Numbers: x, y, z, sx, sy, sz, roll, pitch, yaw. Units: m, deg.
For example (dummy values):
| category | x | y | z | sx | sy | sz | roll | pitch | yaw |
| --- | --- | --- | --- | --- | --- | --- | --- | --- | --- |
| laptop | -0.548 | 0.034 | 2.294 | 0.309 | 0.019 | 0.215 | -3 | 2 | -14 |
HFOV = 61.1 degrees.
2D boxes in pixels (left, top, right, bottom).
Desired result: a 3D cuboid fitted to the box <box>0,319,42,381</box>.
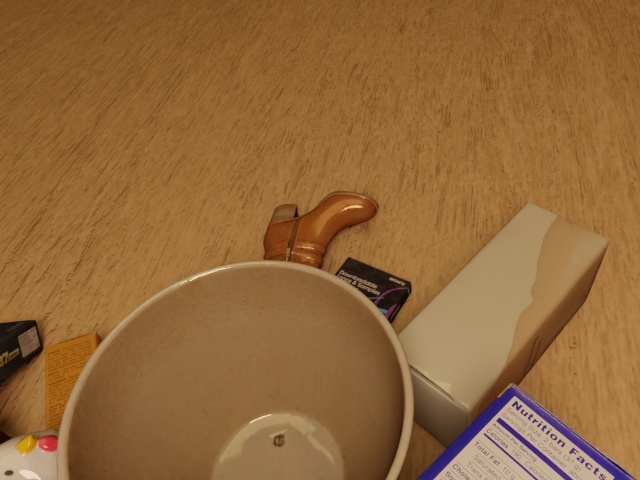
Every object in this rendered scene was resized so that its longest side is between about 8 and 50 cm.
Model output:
| category | x | y | z | sx | sy | sz | roll | pitch | yaw |
| --- | --- | --- | --- | --- | --- | --- | --- | --- | --- |
| box | -0.537 | 0.181 | 0.751 | 0.184 | 0.059 | 0.232 | -6 | 11 | 6 |

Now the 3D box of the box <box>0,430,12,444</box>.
| category | x | y | z | sx | sy | sz | roll | pitch | yaw |
| --- | --- | --- | --- | --- | --- | --- | --- | --- | --- |
| box | -0.517 | 0.386 | 0.588 | 0.381 | 0.143 | 0.191 | -31 | 51 | -16 |

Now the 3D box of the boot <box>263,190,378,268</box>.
| category | x | y | z | sx | sy | sz | roll | pitch | yaw |
| --- | --- | --- | --- | --- | --- | --- | --- | --- | --- |
| boot | 0.000 | 0.000 | 0.897 | 0.197 | 0.073 | 0.152 | -10 | 45 | 17 |

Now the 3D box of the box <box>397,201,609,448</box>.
| category | x | y | z | sx | sy | sz | roll | pitch | yaw |
| --- | --- | --- | --- | --- | --- | --- | --- | --- | --- |
| box | 0.228 | 0.107 | 0.709 | 0.121 | 0.148 | 0.311 | 33 | 62 | 32 |

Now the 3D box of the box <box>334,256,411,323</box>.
| category | x | y | z | sx | sy | sz | roll | pitch | yaw |
| --- | --- | --- | --- | --- | --- | --- | --- | --- | --- |
| box | 0.050 | 0.105 | 0.819 | 0.116 | 0.029 | 0.162 | 22 | 54 | 27 |

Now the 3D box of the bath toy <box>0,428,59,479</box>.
| category | x | y | z | sx | sy | sz | roll | pitch | yaw |
| --- | --- | --- | --- | --- | --- | --- | --- | --- | --- |
| bath toy | -0.253 | 0.294 | 0.466 | 0.151 | 0.129 | 0.348 | -50 | 35 | 6 |

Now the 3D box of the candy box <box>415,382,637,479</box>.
| category | x | y | z | sx | sy | sz | roll | pitch | yaw |
| --- | --- | --- | --- | --- | --- | --- | --- | --- | --- |
| candy box | 0.087 | 0.307 | 0.464 | 0.317 | 0.268 | 0.122 | -35 | 57 | -22 |

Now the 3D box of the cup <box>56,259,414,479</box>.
| category | x | y | z | sx | sy | sz | roll | pitch | yaw |
| --- | --- | --- | --- | --- | --- | --- | --- | --- | --- |
| cup | -0.065 | 0.220 | 0.591 | 0.331 | 0.237 | 0.331 | -5 | 48 | 6 |

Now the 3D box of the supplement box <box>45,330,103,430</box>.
| category | x | y | z | sx | sy | sz | roll | pitch | yaw |
| --- | --- | --- | --- | --- | --- | --- | --- | --- | --- |
| supplement box | -0.314 | 0.239 | 0.726 | 0.080 | 0.078 | 0.233 | -21 | 49 | -10 |
